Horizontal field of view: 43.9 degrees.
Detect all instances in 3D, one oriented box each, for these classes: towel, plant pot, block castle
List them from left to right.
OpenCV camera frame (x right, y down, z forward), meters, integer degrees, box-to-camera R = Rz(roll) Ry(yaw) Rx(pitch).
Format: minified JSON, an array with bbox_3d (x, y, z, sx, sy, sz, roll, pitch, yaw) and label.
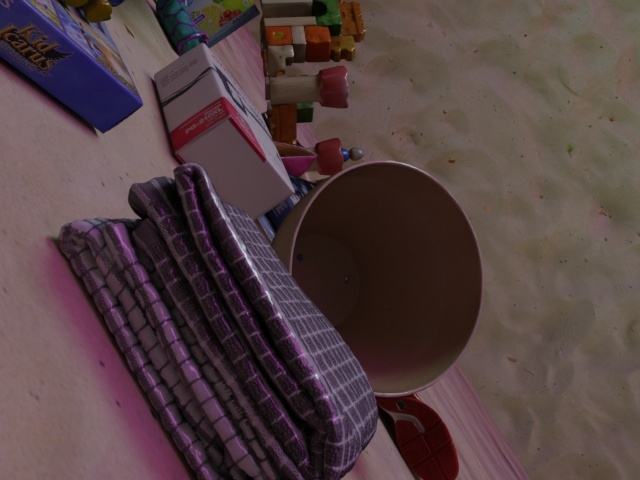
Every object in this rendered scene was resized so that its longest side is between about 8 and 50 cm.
[{"bbox_3d":[-0.062,0.078,0.681,0.283,0.121,0.235,58,7,9],"label":"towel"},{"bbox_3d":[-0.019,-0.394,1.759,0.303,0.213,0.453,93,-8,-55],"label":"block castle"},{"bbox_3d":[0.039,0.052,1.028,0.284,0.284,0.191,54,-28,-15],"label":"plant pot"}]

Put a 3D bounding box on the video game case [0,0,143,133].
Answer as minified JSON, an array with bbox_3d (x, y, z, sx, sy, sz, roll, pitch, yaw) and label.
[{"bbox_3d":[-0.307,-0.262,0.777,0.244,0.061,0.269,60,9,30],"label":"video game case"}]

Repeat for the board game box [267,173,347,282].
[{"bbox_3d":[0.000,0.000,1.261,0.165,0.042,0.243,13,41,-59],"label":"board game box"}]

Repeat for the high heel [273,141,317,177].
[{"bbox_3d":[-0.100,-0.181,1.472,0.244,0.117,0.082,47,13,-50],"label":"high heel"}]

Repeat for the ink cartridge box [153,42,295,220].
[{"bbox_3d":[-0.147,-0.163,1.188,0.172,0.100,0.237,50,10,-41],"label":"ink cartridge box"}]

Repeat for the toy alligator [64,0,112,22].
[{"bbox_3d":[-0.242,-0.266,0.772,0.056,0.051,0.190,58,8,15],"label":"toy alligator"}]

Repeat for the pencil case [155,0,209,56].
[{"bbox_3d":[-0.278,-0.435,1.593,0.151,0.070,0.064,62,9,28],"label":"pencil case"}]

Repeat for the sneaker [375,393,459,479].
[{"bbox_3d":[0.157,0.286,1.278,0.221,0.087,0.128,60,10,18],"label":"sneaker"}]

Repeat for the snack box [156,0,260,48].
[{"bbox_3d":[-0.259,-0.529,1.702,0.207,0.175,0.070,57,5,7],"label":"snack box"}]

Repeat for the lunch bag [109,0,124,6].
[{"bbox_3d":[-0.260,-0.418,0.877,0.303,0.115,0.243,53,25,-33],"label":"lunch bag"}]

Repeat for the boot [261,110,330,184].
[{"bbox_3d":[-0.061,-0.223,1.960,0.206,0.090,0.248,59,12,4],"label":"boot"}]

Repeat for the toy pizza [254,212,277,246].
[{"bbox_3d":[-0.065,0.005,1.265,0.201,0.032,0.201,54,7,-10],"label":"toy pizza"}]
